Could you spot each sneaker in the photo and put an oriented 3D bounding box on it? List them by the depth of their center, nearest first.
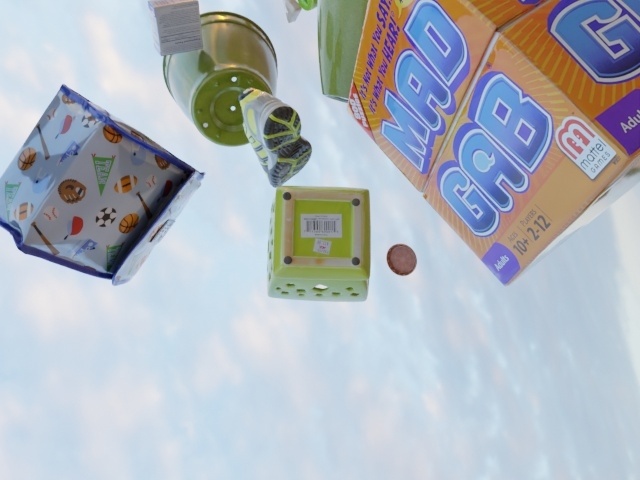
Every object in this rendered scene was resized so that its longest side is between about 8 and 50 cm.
[{"bbox_3d":[-0.123,-0.276,1.873,0.147,0.145,0.384,46,164,18],"label":"sneaker"}]

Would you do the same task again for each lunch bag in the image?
[{"bbox_3d":[-0.456,-0.090,1.535,0.239,0.327,0.385,37,-179,32],"label":"lunch bag"}]

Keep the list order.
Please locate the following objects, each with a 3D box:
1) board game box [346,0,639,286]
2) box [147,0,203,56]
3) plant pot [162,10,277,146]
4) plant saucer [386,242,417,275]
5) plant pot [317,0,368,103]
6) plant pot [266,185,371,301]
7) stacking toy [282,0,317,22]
[{"bbox_3d":[0.297,-0.228,0.899,0.356,0.357,0.356,50,161,16],"label":"board game box"},{"bbox_3d":[-0.397,-0.590,1.928,0.072,0.126,0.137,48,147,45],"label":"box"},{"bbox_3d":[-0.279,-0.458,2.112,0.366,0.367,0.353,48,-169,-34],"label":"plant pot"},{"bbox_3d":[0.203,0.047,1.752,0.013,0.084,0.083,-23,-90,-52],"label":"plant saucer"},{"bbox_3d":[0.102,-0.438,1.495,0.275,0.275,0.293,-1,-74,-61],"label":"plant pot"},{"bbox_3d":[0.000,0.000,1.484,0.207,0.228,0.227,99,173,-75],"label":"plant pot"},{"bbox_3d":[-0.042,-0.755,1.887,0.279,0.131,0.309,69,163,-9],"label":"stacking toy"}]
